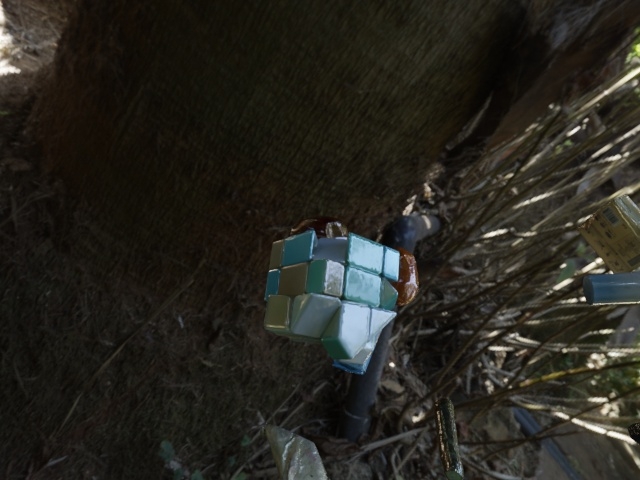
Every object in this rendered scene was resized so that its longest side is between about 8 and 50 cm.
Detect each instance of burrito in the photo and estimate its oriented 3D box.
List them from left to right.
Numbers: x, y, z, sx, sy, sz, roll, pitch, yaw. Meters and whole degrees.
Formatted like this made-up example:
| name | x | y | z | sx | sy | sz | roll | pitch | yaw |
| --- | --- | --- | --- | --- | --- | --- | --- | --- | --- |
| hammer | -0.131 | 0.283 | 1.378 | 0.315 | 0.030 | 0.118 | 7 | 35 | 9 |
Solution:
| name | x | y | z | sx | sy | sz | roll | pitch | yaw |
| --- | --- | --- | --- | --- | --- | --- | --- | --- | --- |
| burrito | -0.060 | 0.705 | 1.391 | 0.174 | 0.107 | 0.347 | 19 | 13 | -31 |

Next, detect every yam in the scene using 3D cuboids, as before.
| name | x | y | z | sx | sy | sz | roll | pitch | yaw |
| --- | --- | --- | --- | --- | --- | --- | --- | --- | --- |
| yam | 0.344 | 0.532 | 1.231 | 0.061 | 0.061 | 0.274 | 45 | 20 | -8 |

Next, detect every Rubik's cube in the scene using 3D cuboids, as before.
| name | x | y | z | sx | sy | sz | roll | pitch | yaw |
| --- | --- | --- | --- | --- | --- | --- | --- | --- | --- |
| Rubik's cube | 0.021 | 0.113 | 0.839 | 0.265 | 0.224 | 0.213 | 18 | 68 | -34 |

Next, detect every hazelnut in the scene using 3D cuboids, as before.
| name | x | y | z | sx | sy | sz | roll | pitch | yaw |
| --- | --- | --- | --- | --- | --- | --- | --- | --- | --- |
| hazelnut | 0.000 | 0.000 | 1.640 | 0.234 | 0.217 | 0.218 | 45 | 22 | -50 |

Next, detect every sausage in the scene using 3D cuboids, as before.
| name | x | y | z | sx | sy | sz | roll | pitch | yaw |
| --- | --- | --- | --- | --- | --- | --- | --- | --- | --- |
| sausage | 0.346 | 0.160 | 2.000 | 0.140 | 0.153 | 0.268 | 17 | 58 | -30 |

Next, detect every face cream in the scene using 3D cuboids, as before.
| name | x | y | z | sx | sy | sz | roll | pitch | yaw |
| --- | --- | --- | --- | --- | --- | --- | --- | --- | --- |
| face cream | 0.776 | 0.112 | 1.086 | 0.077 | 0.249 | 0.078 | -5 | 90 | -78 |

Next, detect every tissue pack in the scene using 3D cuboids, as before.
| name | x | y | z | sx | sy | sz | roll | pitch | yaw |
| --- | --- | --- | --- | --- | --- | --- | --- | --- | --- |
| tissue pack | 0.975 | -0.009 | 1.466 | 0.090 | 0.186 | 0.222 | -20 | 65 | -25 |

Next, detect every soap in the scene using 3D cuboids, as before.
| name | x | y | z | sx | sy | sz | roll | pitch | yaw |
| --- | --- | --- | --- | --- | --- | --- | --- | --- | --- |
| soap | 0.170 | 0.457 | 2.036 | 0.156 | 0.077 | 0.294 | 20 | 67 | 16 |

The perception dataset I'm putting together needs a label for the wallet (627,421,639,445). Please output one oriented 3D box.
| name | x | y | z | sx | sy | sz | roll | pitch | yaw |
| --- | --- | --- | --- | --- | --- | --- | --- | --- | --- |
| wallet | 0.679 | 0.391 | 0.786 | 0.250 | 0.149 | 0.044 | 44 | 49 | -6 |
